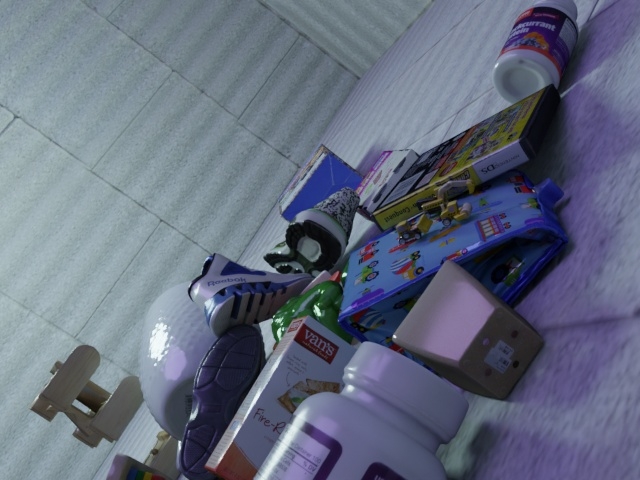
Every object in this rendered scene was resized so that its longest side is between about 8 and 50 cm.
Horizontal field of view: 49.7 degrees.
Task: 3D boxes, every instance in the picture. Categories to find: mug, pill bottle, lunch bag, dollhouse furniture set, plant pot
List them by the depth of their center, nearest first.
[{"bbox_3d":[0.017,0.256,0.661,0.302,0.169,0.169,-56,11,-15],"label":"pill bottle"},{"bbox_3d":[0.162,0.101,0.720,0.109,0.109,0.096,-54,23,-3],"label":"plant pot"},{"bbox_3d":[0.178,0.016,0.890,0.293,0.138,0.221,-40,12,19],"label":"lunch bag"},{"bbox_3d":[0.363,-0.322,1.146,0.108,0.108,0.194,-37,20,57],"label":"pill bottle"},{"bbox_3d":[-0.259,0.315,1.485,0.328,0.276,0.374,-121,42,-68],"label":"mug"},{"bbox_3d":[-0.480,0.395,1.737,0.257,0.394,0.362,-59,12,-30],"label":"dollhouse furniture set"}]

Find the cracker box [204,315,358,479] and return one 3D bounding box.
[{"bbox_3d":[-0.022,0.238,0.913,0.232,0.155,0.067,-59,12,-23],"label":"cracker box"}]

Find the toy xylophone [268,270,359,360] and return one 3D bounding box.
[{"bbox_3d":[-0.011,0.168,1.254,0.236,0.081,0.323,-48,9,24],"label":"toy xylophone"}]

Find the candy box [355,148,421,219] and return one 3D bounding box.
[{"bbox_3d":[0.148,-0.118,1.525,0.159,0.071,0.233,-54,10,0],"label":"candy box"}]

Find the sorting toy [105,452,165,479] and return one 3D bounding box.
[{"bbox_3d":[-0.360,0.560,1.315,0.257,0.089,0.256,89,-164,-65],"label":"sorting toy"}]

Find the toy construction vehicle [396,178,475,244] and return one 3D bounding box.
[{"bbox_3d":[0.146,-0.040,0.877,0.098,0.035,0.086,-21,17,33],"label":"toy construction vehicle"}]

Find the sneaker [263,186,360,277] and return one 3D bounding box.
[{"bbox_3d":[0.000,0.000,1.584,0.182,0.158,0.410,-49,3,-25],"label":"sneaker"}]

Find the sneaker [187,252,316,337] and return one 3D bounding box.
[{"bbox_3d":[-0.149,0.093,1.436,0.315,0.182,0.128,-3,-58,-49],"label":"sneaker"}]

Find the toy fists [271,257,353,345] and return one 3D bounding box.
[{"bbox_3d":[0.047,0.089,1.094,0.279,0.096,0.142,-34,20,-19],"label":"toy fists"}]

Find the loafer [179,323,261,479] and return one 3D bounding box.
[{"bbox_3d":[-0.175,0.297,1.247,0.095,0.109,0.303,80,-160,-50],"label":"loafer"}]

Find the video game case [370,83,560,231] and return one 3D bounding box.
[{"bbox_3d":[0.223,-0.127,1.032,0.248,0.035,0.275,-27,12,34],"label":"video game case"}]

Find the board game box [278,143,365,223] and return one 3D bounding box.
[{"bbox_3d":[-0.002,-0.148,2.069,0.232,0.141,0.291,-52,11,7],"label":"board game box"}]
